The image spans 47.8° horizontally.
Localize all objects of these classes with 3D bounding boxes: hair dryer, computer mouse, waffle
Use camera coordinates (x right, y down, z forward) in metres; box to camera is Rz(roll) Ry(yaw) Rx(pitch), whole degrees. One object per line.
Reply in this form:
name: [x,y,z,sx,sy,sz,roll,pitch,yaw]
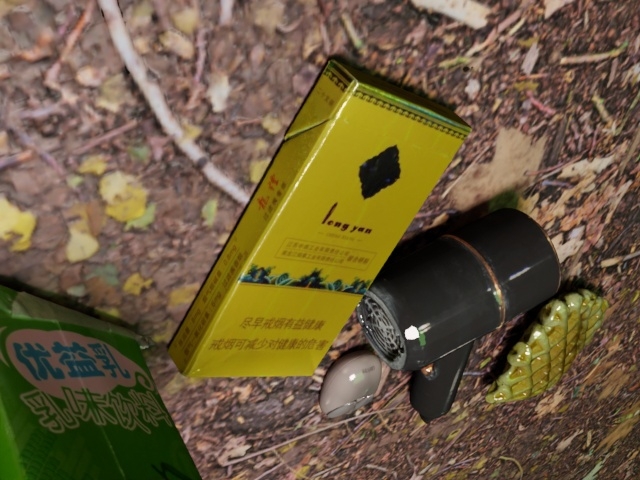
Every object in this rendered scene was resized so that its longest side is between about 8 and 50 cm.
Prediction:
hair dryer: [0.126,0.131,0.796,0.189,0.107,0.352,-24,144,-22]
computer mouse: [0.035,0.160,0.781,0.065,0.039,0.096,-9,132,-35]
waffle: [0.320,0.150,1.010,0.214,0.054,0.208,-2,123,-48]

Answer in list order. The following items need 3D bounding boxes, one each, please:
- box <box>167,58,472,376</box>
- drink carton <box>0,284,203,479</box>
box: [0.000,0.001,0.598,0.153,0.041,0.279,10,118,-45]
drink carton: [-0.148,0.158,0.431,0.108,0.271,0.161,-43,144,8]
